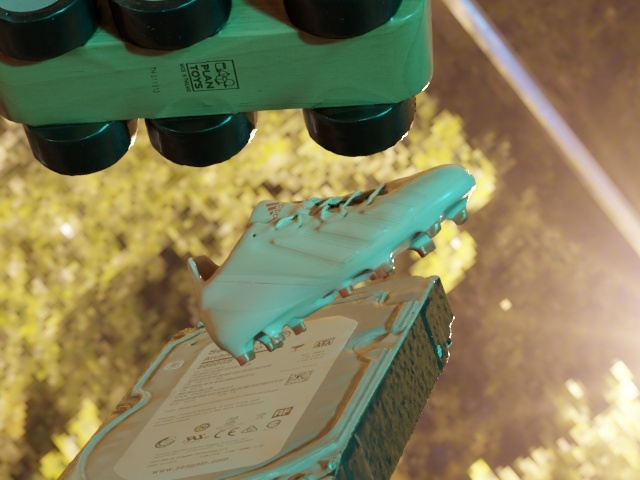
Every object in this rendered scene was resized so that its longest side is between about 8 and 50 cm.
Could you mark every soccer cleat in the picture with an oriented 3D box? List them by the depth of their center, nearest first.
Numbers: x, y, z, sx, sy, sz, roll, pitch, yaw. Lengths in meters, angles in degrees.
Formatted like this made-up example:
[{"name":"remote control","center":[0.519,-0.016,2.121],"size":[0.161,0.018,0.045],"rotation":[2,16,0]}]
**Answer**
[{"name":"soccer cleat","center":[0.000,0.000,1.031],"size":[0.196,0.076,0.068],"rotation":[-33,174,31]}]

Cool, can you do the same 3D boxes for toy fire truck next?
[{"name":"toy fire truck","center":[-0.053,-0.157,0.940],"size":[0.217,0.158,0.246],"rotation":[-4,-125,6]}]

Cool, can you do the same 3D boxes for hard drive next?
[{"name":"hard drive","center":[-0.047,0.132,1.322],"size":[0.237,0.064,0.339],"rotation":[-12,-163,22]}]
